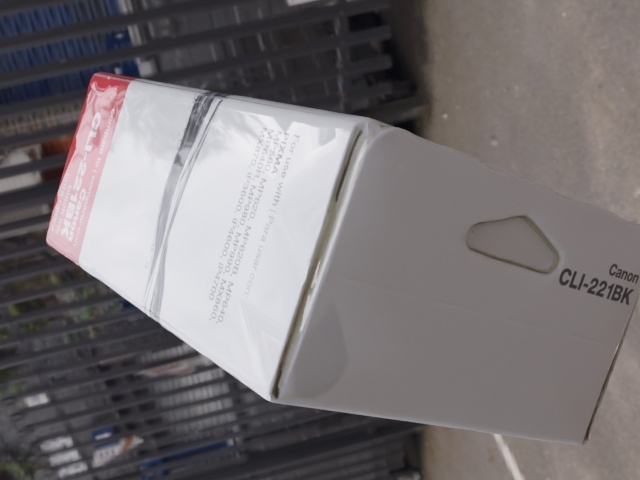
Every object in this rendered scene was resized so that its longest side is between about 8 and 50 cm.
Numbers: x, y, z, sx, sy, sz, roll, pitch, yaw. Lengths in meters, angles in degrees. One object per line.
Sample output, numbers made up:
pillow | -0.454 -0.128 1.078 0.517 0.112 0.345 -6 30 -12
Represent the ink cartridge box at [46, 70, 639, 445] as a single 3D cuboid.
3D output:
ink cartridge box | 0.000 0.000 0.482 0.273 0.197 0.114 20 93 54
